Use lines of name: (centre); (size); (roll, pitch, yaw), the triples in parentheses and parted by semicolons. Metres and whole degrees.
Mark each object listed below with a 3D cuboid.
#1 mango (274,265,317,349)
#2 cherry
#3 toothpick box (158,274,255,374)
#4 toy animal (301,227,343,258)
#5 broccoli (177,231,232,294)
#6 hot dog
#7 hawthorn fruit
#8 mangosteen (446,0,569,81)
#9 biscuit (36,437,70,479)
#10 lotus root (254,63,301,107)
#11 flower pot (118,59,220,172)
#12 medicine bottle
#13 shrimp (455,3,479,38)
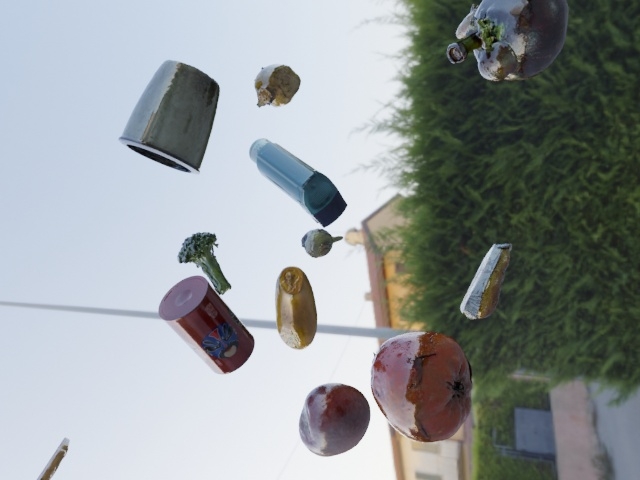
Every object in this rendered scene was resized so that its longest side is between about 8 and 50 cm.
mango: (-0.084, 0.226, 1.712); (0.187, 0.143, 0.360); (-101, 6, -58)
cherry: (0.054, 0.562, 1.580); (0.206, 0.239, 0.239); (-108, 10, -66)
toothpick box: (-0.404, 0.309, 1.826); (0.333, 0.204, 0.204); (59, -145, -36)
toy animal: (0.000, 0.000, 1.661); (0.137, 0.098, 0.098); (-26, -57, -30)
broccoli: (-0.474, 0.105, 2.075); (0.177, 0.198, 0.275); (-28, -87, -32)
hot dog: (0.507, 0.125, 1.523); (0.270, 0.081, 0.163); (-58, -8, -21)
hawthorn fruit: (0.237, 0.353, 1.299); (0.276, 0.307, 0.276); (-4, -83, -34)
mangosteen: (0.428, -0.483, 1.172); (0.231, 0.289, 0.231); (49, 147, 48)
biscuit: (-0.772, 0.649, 1.446); (0.035, 0.162, 0.250); (40, -173, -16)
lotus root: (-0.156, -0.576, 1.852); (0.140, 0.154, 0.257); (-55, 5, 39)
flower pot: (-0.504, -0.434, 1.781); (0.330, 0.293, 0.293); (-68, -21, -4)
medicine bottle: (-0.058, -0.136, 1.092); (0.079, 0.258, 0.124); (-46, -37, -5)
shrimp: (0.503, -0.723, 1.603); (0.117, 0.066, 0.262); (-54, 9, -6)
